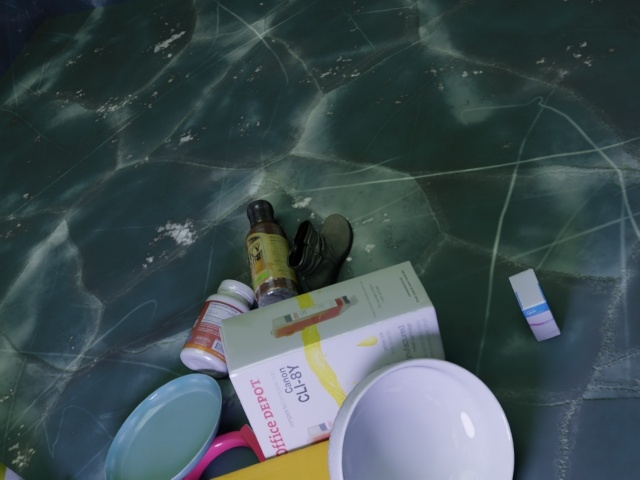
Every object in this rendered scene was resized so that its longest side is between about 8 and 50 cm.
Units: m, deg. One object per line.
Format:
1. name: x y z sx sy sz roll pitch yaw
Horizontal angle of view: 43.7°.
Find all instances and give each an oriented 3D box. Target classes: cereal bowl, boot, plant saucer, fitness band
1. cereal bowl: 0.162 0.374 1.402 0.339 0.339 0.141 -51 12 -18
2. boot: 0.000 0.000 1.900 0.084 0.161 0.246 -4 51 26
3. plant saucer: -0.336 0.432 1.753 0.318 0.043 0.317 -27 32 18
4. fitness band: -0.184 0.488 1.607 0.209 0.054 0.291 -42 28 -9

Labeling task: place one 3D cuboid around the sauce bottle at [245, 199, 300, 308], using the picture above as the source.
1. sauce bottle: -0.128 0.034 1.984 0.111 0.111 0.344 -25 43 8

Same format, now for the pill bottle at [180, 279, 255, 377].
1. pill bottle: -0.235 0.205 1.883 0.121 0.121 0.216 2 53 31

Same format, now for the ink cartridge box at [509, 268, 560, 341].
1. ink cartridge box: 0.424 0.129 1.575 0.052 0.122 0.088 -25 44 14

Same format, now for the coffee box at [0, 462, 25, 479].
1. coffee box: -0.772 0.653 1.588 0.338 0.334 0.337 -32 32 9

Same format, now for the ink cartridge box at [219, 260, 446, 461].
1. ink cartridge box: 0.035 0.241 1.517 0.385 0.279 0.160 -18 35 -2

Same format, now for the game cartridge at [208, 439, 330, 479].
1. game cartridge: -0.069 0.535 1.394 0.286 0.052 0.323 -18 44 1
